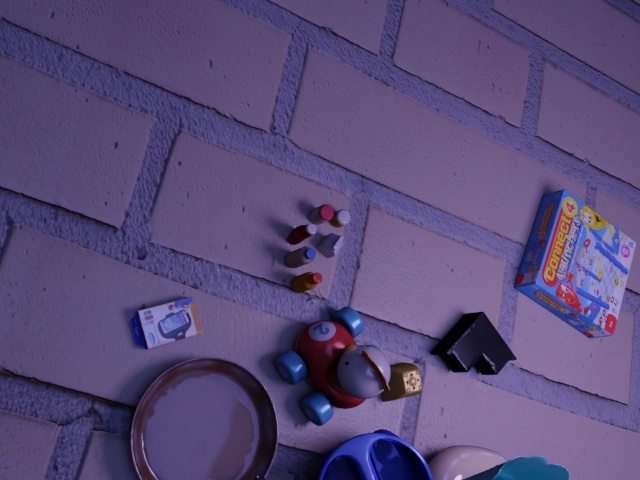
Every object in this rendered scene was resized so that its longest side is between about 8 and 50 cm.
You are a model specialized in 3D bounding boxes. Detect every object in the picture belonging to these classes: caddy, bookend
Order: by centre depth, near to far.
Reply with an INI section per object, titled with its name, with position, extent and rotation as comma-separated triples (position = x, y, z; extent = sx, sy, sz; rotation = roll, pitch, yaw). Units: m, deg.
[caddy]
position = 0.129, 0.562, 1.521
extent = 0.241, 0.179, 0.341
rotation = -22, 90, -3
[bookend]
position = 0.384, 0.287, 1.817
extent = 0.156, 0.072, 0.157
rotation = -42, 100, -27

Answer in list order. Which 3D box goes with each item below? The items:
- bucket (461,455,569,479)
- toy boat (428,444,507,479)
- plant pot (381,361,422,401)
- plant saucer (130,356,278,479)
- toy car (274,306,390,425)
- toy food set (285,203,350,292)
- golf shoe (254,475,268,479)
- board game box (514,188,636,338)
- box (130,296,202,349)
[bucket]
position = 0.382, 0.574, 1.432
extent = 0.281, 0.183, 0.281
rotation = 14, 58, -24
[toy boat]
position = 0.333, 0.641, 1.690
extent = 0.267, 0.148, 0.318
rotation = 12, 66, -30
[plant pot]
position = 0.193, 0.330, 1.701
extent = 0.081, 0.083, 0.081
rotation = -7, 82, -28
[plant saucer]
position = -0.236, 0.395, 1.482
extent = 0.310, 0.050, 0.311
rotation = 7, 75, -27
[toy car]
position = 0.066, 0.263, 1.560
extent = 0.219, 0.238, 0.210
rotation = -34, 96, -29
[toy food set]
position = 0.000, 0.000, 1.658
extent = 0.111, 0.104, 0.232
rotation = 43, 64, -14
[golf shoe]
position = -0.092, 0.569, 1.474
extent = 0.094, 0.077, 0.198
rotation = -37, 106, -19
[board game box]
position = 0.717, 0.066, 2.031
extent = 0.302, 0.086, 0.308
rotation = 31, 67, -19
[box]
position = -0.319, 0.171, 1.499
extent = 0.136, 0.028, 0.081
rotation = -14, 86, -31
